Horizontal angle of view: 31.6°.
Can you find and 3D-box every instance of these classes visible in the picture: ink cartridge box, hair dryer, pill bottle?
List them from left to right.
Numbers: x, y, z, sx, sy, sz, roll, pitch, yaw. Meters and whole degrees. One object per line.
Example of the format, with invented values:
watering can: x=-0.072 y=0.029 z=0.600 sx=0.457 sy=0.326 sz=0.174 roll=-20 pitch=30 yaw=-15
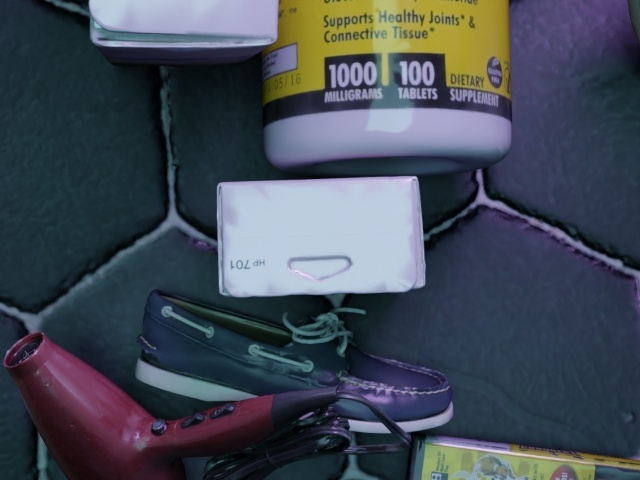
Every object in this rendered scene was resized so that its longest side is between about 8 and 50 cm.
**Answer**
ink cartridge box: x=-0.098 y=-0.228 z=0.789 sx=0.117 sy=0.278 sz=0.201 roll=0 pitch=96 yaw=-9
hair dryer: x=-0.098 y=0.143 z=0.851 sx=0.293 sy=0.080 sz=0.223 roll=21 pitch=121 yaw=-8
ink cartridge box: x=0.000 y=0.000 z=0.840 sx=0.139 sy=0.191 sz=0.082 roll=-1 pitch=87 yaw=0
pill bottle: x=0.046 y=-0.220 z=0.852 sx=0.188 sy=0.188 sz=0.334 roll=-2 pitch=87 yaw=0

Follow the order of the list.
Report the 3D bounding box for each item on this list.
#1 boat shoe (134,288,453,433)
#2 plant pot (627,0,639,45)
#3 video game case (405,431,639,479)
boat shoe: x=-0.018 y=0.091 z=0.888 sx=0.254 sy=0.095 sz=0.079 roll=10 pitch=98 yaw=10
plant pot: x=0.449 y=-0.219 z=0.810 sx=0.334 sy=0.334 sz=0.305 roll=41 pitch=76 yaw=2
video game case: x=0.180 y=0.305 z=0.903 sx=0.248 sy=0.035 sz=0.275 roll=7 pitch=88 yaw=0
